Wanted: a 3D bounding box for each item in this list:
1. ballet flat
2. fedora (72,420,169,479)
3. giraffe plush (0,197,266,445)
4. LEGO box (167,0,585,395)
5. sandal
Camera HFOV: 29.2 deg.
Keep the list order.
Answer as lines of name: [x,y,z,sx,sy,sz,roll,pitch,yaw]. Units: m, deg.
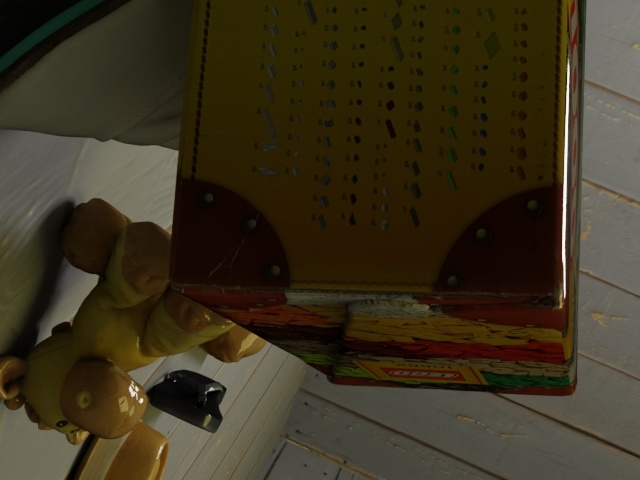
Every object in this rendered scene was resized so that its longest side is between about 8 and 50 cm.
ballet flat: [-0.075,-0.137,0.814,0.400,0.139,0.139,-60,171,-58]
fedora: [-0.228,0.271,1.425,0.194,0.079,0.194,24,90,-84]
giraffe plush: [-0.172,0.083,0.986,0.170,0.181,0.210,-55,-154,-14]
LEGO box: [0.071,-0.171,0.784,0.372,0.193,0.500,45,47,-72]
sandal: [-0.170,0.198,1.643,0.254,0.097,0.054,-123,-123,-84]
